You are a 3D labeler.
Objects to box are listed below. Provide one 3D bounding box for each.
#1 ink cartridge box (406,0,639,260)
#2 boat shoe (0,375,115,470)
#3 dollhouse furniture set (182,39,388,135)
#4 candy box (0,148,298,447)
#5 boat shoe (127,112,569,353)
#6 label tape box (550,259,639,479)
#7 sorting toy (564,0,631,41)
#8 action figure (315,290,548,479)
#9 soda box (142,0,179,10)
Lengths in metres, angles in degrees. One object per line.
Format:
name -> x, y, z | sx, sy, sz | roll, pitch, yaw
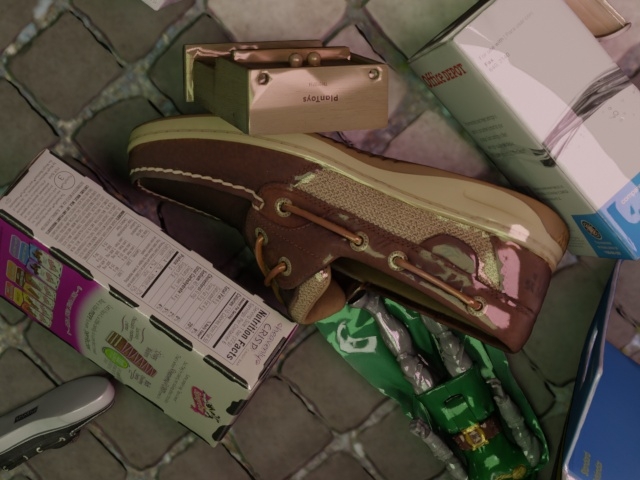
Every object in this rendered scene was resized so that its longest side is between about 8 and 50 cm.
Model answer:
ink cartridge box -> 0.160, -0.082, 0.958 | 0.082, 0.139, 0.191 | -41, 96, -5
boat shoe -> -0.229, 0.157, 1.195 | 0.142, 0.049, 0.040 | -24, 119, 21
dollhouse furniture set -> -0.026, -0.206, 0.953 | 0.212, 0.161, 0.242 | -4, 105, -18
candy box -> -0.144, 0.049, 1.080 | 0.233, 0.071, 0.159 | 36, 153, 1
boat shoe -> 0.000, 0.000, 1.011 | 0.342, 0.123, 0.123 | 16, 76, 17
label tape box -> 0.210, 0.213, 0.989 | 0.115, 0.249, 0.348 | 15, 110, 10
sorting toy -> 0.172, -0.161, 0.975 | 0.083, 0.075, 0.045 | 45, 111, -2
action figure -> 0.109, 0.125, 1.092 | 0.137, 0.063, 0.232 | -29, 101, 17
soda box -> -0.079, -0.274, 1.004 | 0.069, 0.074, 0.216 | 36, 112, 0
